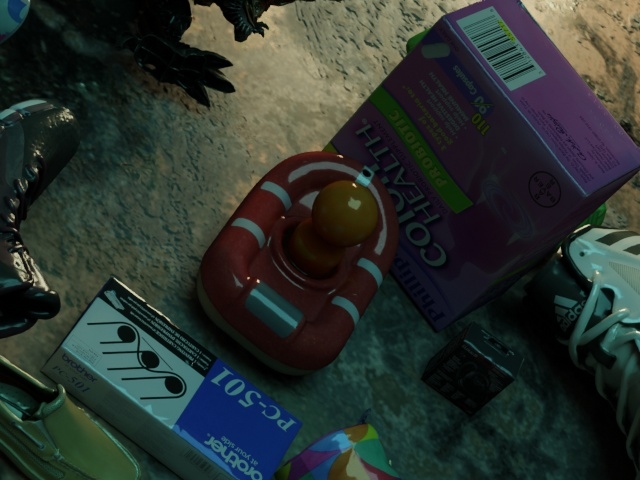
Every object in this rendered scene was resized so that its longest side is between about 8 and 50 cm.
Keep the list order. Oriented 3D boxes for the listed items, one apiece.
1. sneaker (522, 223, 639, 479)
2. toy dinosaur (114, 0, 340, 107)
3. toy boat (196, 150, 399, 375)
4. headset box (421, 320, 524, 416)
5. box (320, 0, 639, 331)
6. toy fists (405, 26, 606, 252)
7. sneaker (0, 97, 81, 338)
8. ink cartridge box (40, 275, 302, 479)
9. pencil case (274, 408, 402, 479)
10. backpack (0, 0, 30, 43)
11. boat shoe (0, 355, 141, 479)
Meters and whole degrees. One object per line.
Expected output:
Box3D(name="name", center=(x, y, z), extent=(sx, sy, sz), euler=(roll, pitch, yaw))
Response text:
Box3D(name="sneaker", center=(0.293, 0.149, 1.904), extent=(0.257, 0.169, 0.447), euler=(27, 36, -4))
Box3D(name="toy dinosaur", center=(-0.131, -0.256, 1.921), extent=(0.322, 0.164, 0.218), euler=(-10, 39, -1))
Box3D(name="toy boat", center=(0.000, 0.000, 1.778), extent=(0.151, 0.151, 0.231), euler=(39, 42, -5))
Box3D(name="headset box", center=(0.144, 0.118, 1.842), extent=(0.062, 0.083, 0.032), euler=(36, 43, -6))
Box3D(name="box", center=(0.145, -0.074, 1.880), extent=(0.117, 0.243, 0.213), euler=(-26, 76, -45))
Box3D(name="toy fists", center=(0.185, -0.108, 2.049), extent=(0.142, 0.096, 0.279), euler=(-10, 65, -41))
Box3D(name="sneaker", center=(-0.249, 0.000, 1.592), extent=(0.162, 0.106, 0.281), euler=(28, 47, 22))
Box3D(name="ink cartridge box", center=(-0.122, 0.131, 1.658), extent=(0.207, 0.046, 0.097), euler=(38, 43, -6))
Box3D(name="pencil case", center=(0.056, 0.261, 1.652), extent=(0.104, 0.104, 0.236), euler=(-13, 66, -43))
Box3D(name="backpack", center=(-0.354, -0.249, 1.664), extent=(0.191, 0.225, 0.253), euler=(38, 32, -39))
Box3D(name="boat shoe", center=(-0.217, 0.143, 1.555), extent=(0.190, 0.072, 0.068), euler=(31, 44, -13))
